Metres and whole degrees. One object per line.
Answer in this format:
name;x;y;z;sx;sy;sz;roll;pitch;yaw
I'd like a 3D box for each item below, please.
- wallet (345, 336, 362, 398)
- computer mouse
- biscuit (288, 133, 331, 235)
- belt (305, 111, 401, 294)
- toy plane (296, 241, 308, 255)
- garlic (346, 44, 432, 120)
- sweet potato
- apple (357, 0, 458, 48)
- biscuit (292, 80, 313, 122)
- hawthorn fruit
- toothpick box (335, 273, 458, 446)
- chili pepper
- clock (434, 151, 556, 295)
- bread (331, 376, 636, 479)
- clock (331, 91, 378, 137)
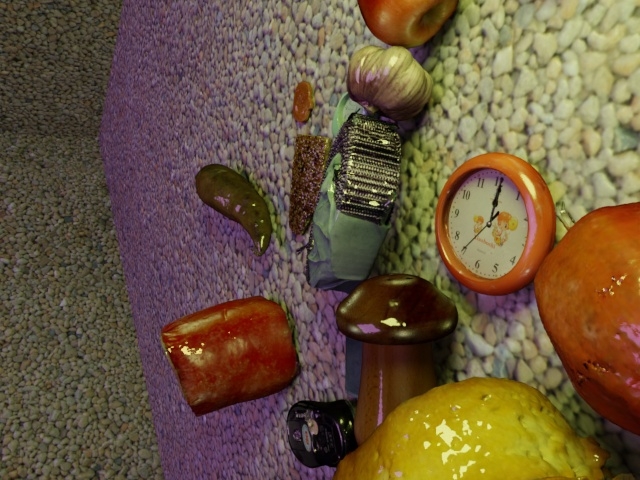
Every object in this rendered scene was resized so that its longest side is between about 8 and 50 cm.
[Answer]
wallet;0.084;0.253;1.041;0.088;0.026;0.129;5;96;53
computer mouse;0.017;0.406;1.098;0.233;0.096;0.137;-17;83;52
biscuit;-0.030;-0.120;1.184;0.131;0.026;0.237;25;113;55
belt;0.047;-0.052;0.912;0.260;0.122;0.325;-90;15;-50
toy plane;0.000;0.000;1.130;0.120;0.049;0.031;-33;65;34
garlic;0.108;-0.252;0.853;0.102;0.147;0.159;-65;21;3
sweet potato;-0.229;-0.103;1.409;0.422;0.130;0.131;42;127;40
apple;0.132;-0.381;0.792;0.139;0.163;0.163;58;139;19
biscuit;-0.037;-0.315;1.188;0.078;0.015;0.091;37;123;48
hawthorn fruit;0.315;0.051;0.525;0.299;0.211;0.211;-114;36;-48
toothpick box;0.126;0.201;0.839;0.192;0.192;0.295;12;110;56
chili pepper;-0.235;0.287;1.293;0.229;0.305;0.252;7;109;62
clock;0.244;-0.023;0.747;0.205;0.051;0.205;7;98;58
bread;0.173;0.317;0.634;0.358;0.336;0.204;-55;40;33
clock;0.073;-0.245;1.001;0.101;0.041;0.135;51;132;43
